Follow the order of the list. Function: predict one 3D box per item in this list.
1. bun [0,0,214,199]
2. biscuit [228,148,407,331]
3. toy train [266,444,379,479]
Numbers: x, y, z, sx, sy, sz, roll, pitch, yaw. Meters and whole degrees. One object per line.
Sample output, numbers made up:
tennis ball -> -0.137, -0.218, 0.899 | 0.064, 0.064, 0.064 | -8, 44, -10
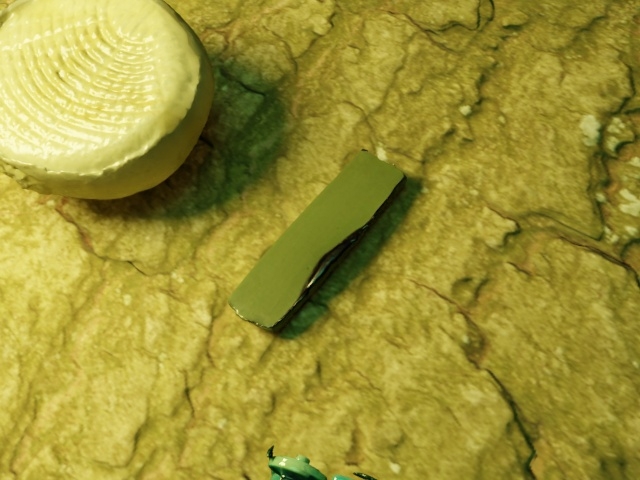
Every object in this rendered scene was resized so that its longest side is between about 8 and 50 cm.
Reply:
bun -> -0.335, -0.208, 1.287 | 0.364, 0.202, 0.364 | -2, 64, 4
biscuit -> 0.000, 0.000, 1.209 | 0.099, 0.038, 0.322 | 29, 66, 26
toy train -> 0.004, 0.309, 0.919 | 0.163, 0.203, 0.112 | 18, 67, 8
